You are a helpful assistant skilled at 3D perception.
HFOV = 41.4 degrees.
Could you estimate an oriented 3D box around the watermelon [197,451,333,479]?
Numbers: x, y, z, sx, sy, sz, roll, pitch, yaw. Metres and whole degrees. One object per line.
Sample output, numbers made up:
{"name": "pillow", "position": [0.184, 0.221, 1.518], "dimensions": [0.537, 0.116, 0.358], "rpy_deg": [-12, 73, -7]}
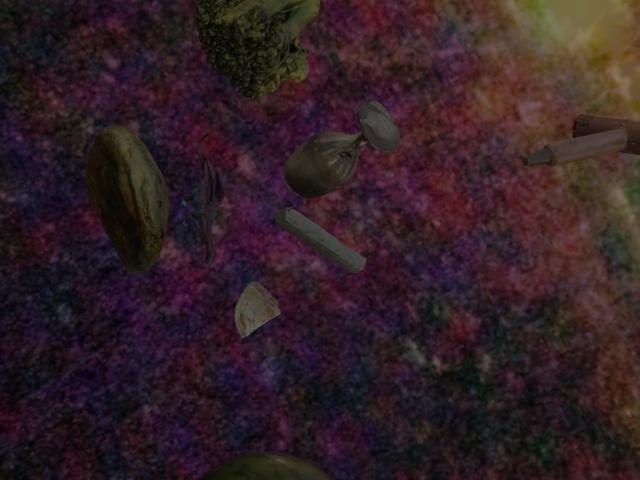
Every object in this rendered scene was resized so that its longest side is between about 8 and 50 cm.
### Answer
{"name": "watermelon", "position": [-0.102, 0.574, 1.632], "dimensions": [0.363, 0.363, 0.363], "rpy_deg": [45, 27, -31]}

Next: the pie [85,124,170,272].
{"name": "pie", "position": [-0.356, -0.070, 1.531], "dimensions": [0.078, 0.277, 0.277], "rpy_deg": [-12, 70, -34]}

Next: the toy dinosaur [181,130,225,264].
{"name": "toy dinosaur", "position": [-0.165, -0.058, 1.212], "dimensions": [0.045, 0.080, 0.198], "rpy_deg": [8, 70, -34]}

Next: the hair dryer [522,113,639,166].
{"name": "hair dryer", "position": [0.414, -0.140, 1.260], "dimensions": [0.220, 0.195, 0.054], "rpy_deg": [-16, 113, -33]}

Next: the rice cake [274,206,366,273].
{"name": "rice cake", "position": [0.000, 0.000, 1.795], "dimensions": [0.245, 0.045, 0.042], "rpy_deg": [34, 59, -34]}

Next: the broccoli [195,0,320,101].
{"name": "broccoli", "position": [-0.104, -0.393, 1.563], "dimensions": [0.248, 0.245, 0.288], "rpy_deg": [80, -11, -68]}

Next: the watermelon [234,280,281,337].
{"name": "watermelon", "position": [-0.086, 0.104, 1.213], "dimensions": [0.085, 0.061, 0.085], "rpy_deg": [-23, 118, -54]}

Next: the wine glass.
{"name": "wine glass", "position": [0.038, -0.177, 1.714], "dimensions": [0.126, 0.241, 0.127], "rpy_deg": [23, 53, -35]}
